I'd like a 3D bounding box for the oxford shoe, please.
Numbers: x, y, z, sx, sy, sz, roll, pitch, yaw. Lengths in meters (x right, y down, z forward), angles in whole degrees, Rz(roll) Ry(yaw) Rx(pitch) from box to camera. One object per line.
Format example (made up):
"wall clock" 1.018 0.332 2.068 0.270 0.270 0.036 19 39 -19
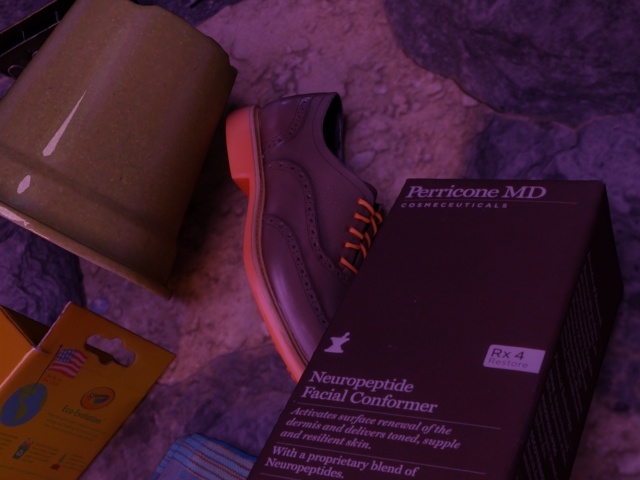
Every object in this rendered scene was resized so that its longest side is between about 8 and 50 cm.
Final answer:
"oxford shoe" 0.000 0.000 1.040 0.133 0.130 0.363 -19 63 10

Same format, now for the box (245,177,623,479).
"box" 0.108 0.114 0.841 0.191 0.143 0.381 2 39 27

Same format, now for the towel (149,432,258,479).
"towel" -0.085 0.315 0.892 0.370 0.040 0.271 10 55 49

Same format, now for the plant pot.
"plant pot" -0.219 -0.111 1.087 0.276 0.276 0.254 24 82 30

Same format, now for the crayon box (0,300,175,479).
"crayon box" -0.313 0.194 1.058 0.081 0.202 0.318 39 87 31

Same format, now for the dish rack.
"dish rack" -0.282 -0.171 1.262 0.208 0.074 0.271 -27 62 13
